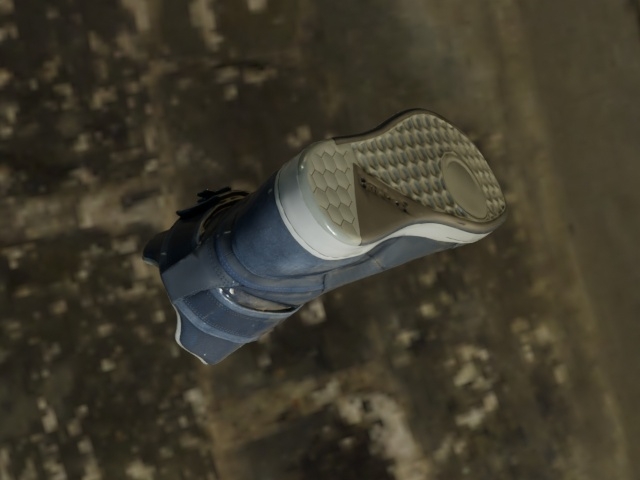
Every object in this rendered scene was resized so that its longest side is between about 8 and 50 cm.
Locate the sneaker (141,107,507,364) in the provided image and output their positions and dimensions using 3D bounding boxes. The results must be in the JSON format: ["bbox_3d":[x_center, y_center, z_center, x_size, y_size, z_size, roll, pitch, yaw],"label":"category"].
[{"bbox_3d":[-0.001,-0.002,1.018,0.163,0.226,0.086,-34,76,33],"label":"sneaker"}]
